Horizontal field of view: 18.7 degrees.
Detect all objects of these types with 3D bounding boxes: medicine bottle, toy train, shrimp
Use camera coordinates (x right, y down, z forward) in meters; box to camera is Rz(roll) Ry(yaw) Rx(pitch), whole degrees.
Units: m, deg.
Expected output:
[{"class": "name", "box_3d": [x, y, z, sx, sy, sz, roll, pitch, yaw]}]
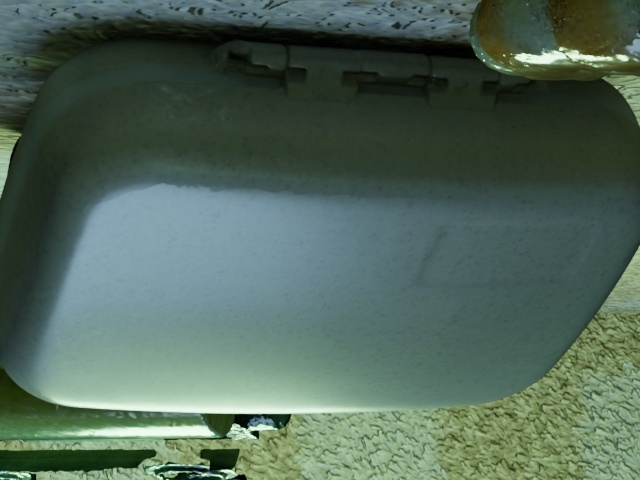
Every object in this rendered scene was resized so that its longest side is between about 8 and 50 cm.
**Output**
[{"class": "medicine bottle", "box_3d": [0.000, 0.000, 1.152, 0.375, 0.123, 0.282, 1, 142, -23]}, {"class": "toy train", "box_3d": [-0.177, 0.114, 1.357, 0.307, 0.126, 0.189, -2, 173, 15]}, {"class": "shrimp", "box_3d": [0.160, -0.096, 0.879, 0.185, 0.068, 0.287, -2, 175, 2]}]

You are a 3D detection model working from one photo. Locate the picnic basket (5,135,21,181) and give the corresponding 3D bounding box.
[{"class": "picnic basket", "box_3d": [-0.092, -0.014, 1.364, 0.296, 0.129, 0.222, 2, 173, -25]}]
